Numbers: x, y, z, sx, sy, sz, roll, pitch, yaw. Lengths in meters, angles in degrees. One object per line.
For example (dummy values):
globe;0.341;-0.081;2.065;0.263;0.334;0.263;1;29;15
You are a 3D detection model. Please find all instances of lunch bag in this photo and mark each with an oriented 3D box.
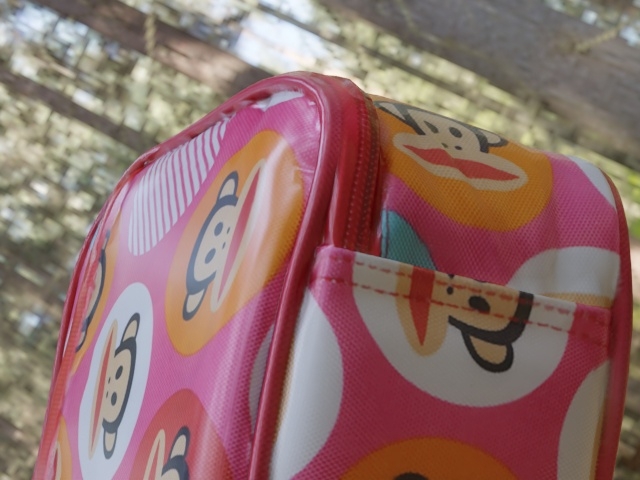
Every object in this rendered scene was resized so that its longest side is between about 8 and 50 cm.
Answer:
lunch bag;-0.028;0.108;0.507;0.120;0.258;0.293;16;-104;-22
